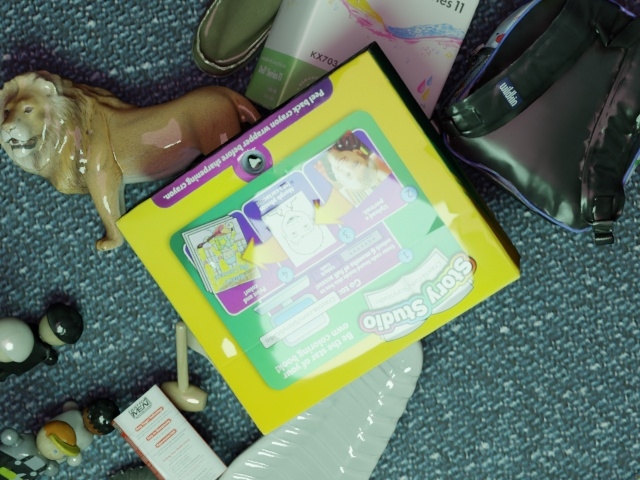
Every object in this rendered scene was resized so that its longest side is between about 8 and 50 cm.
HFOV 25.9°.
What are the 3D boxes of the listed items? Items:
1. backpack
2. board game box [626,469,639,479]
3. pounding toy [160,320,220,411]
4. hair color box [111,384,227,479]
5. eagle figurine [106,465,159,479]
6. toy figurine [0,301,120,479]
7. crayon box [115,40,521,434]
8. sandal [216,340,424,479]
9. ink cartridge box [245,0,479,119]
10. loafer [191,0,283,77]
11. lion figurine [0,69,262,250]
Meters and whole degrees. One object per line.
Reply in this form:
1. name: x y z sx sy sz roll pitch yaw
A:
1. backpack: 0.296 -0.173 1.712 0.276 0.213 0.263 34 99 -11
2. board game box: 0.479 0.393 1.826 0.160 0.039 0.211 -37 92 4
3. pounding toy: -0.094 0.110 1.772 0.154 0.155 0.269 21 96 4
4. hair color box: -0.191 0.259 1.753 0.072 0.043 0.141 -40 88 -19
5. eagle figurine: -0.282 0.451 1.800 0.298 0.226 0.225 -23 56 -21
6. toy figurine: -0.361 0.194 1.754 0.148 0.213 0.209 -30 84 15
7. crayon box: 0.000 0.000 1.627 0.363 0.106 0.313 -33 98 13
8. sandal: -0.002 0.260 1.809 0.169 0.102 0.416 34 108 -14
9. ink cartridge box: 0.075 -0.298 1.719 0.207 0.119 0.353 19 96 -24
10. loafer: -0.081 -0.320 1.775 0.094 0.087 0.251 35 94 0
11. lion figurine: -0.208 -0.123 1.767 0.392 0.142 0.240 -10 96 3
